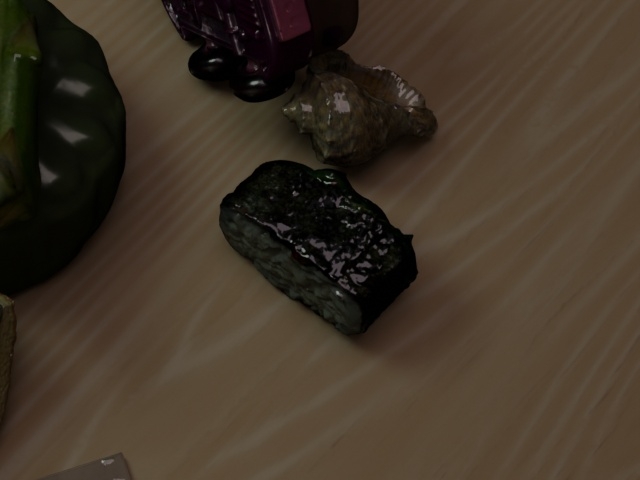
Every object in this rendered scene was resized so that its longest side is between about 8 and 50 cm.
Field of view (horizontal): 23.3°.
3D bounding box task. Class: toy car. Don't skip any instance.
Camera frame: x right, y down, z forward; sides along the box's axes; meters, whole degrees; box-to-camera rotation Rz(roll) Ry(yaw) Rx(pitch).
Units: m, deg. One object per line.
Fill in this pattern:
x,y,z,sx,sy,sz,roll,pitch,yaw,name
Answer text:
-0.055,-0.332,1.815,0.240,0.271,0.341,-25,30,-19,toy car

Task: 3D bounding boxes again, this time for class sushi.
0.000,0.000,1.753,0.225,0.124,0.127,35,65,18,sushi

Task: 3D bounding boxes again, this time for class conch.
0.046,-0.161,1.836,0.207,0.130,0.155,-3,76,-23,conch

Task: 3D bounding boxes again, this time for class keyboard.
-0.281,0.276,1.647,0.166,0.017,0.055,-17,62,-13,keyboard

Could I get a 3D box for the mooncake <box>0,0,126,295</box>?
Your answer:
-0.394,-0.118,1.736,0.356,0.194,0.356,2,64,-4,mooncake

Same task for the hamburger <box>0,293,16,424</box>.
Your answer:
-0.402,0.145,1.637,0.155,0.207,0.135,14,27,35,hamburger

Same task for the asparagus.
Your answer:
-0.327,-0.144,1.611,0.085,0.082,0.343,4,60,-11,asparagus
